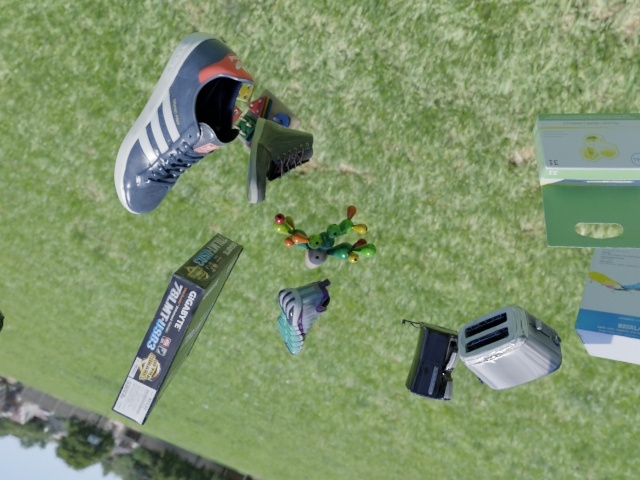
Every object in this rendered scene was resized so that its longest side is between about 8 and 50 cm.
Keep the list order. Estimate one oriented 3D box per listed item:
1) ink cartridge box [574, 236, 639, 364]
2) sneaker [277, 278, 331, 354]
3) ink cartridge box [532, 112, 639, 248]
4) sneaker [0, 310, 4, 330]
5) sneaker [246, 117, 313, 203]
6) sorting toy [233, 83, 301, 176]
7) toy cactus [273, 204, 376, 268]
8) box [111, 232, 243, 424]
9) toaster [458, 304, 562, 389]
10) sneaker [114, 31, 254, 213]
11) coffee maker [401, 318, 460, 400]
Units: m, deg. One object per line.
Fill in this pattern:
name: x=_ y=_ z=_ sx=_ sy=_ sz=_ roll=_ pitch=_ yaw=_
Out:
ink cartridge box: x=0.690 y=0.136 z=1.506 sx=0.168 sy=0.232 sz=0.171 roll=7 pitch=156 yaw=37
sneaker: x=-0.025 y=0.148 z=1.291 sx=0.223 sy=0.098 sz=0.083 roll=99 pitch=147 yaw=-61
ink cartridge box: x=0.441 y=-0.101 z=1.090 sx=0.171 sy=0.235 sz=0.056 roll=1 pitch=147 yaw=6
sneaker: x=-0.459 y=0.189 z=0.776 sx=0.100 sy=0.271 sz=0.108 roll=23 pitch=162 yaw=40
sneaker: x=-0.073 y=-0.150 z=1.272 sx=0.118 sy=0.222 sz=0.083 roll=9 pitch=136 yaw=-5
sorting toy: x=-0.140 y=-0.278 z=1.583 sx=0.274 sy=0.132 sz=0.046 roll=47 pitch=-169 yaw=27
toy cactus: x=0.000 y=0.000 z=1.406 sx=0.219 sy=0.112 sz=0.180 roll=6 pitch=154 yaw=-13
box: x=-0.265 y=0.155 z=1.294 sx=0.073 sy=0.293 sz=0.295 roll=29 pitch=-165 yaw=-2
toaster: x=0.409 y=0.239 z=1.512 sx=0.227 sy=0.129 sz=0.146 roll=-30 pitch=125 yaw=35
sneaker: x=-0.230 y=-0.170 z=1.160 sx=0.148 sy=0.350 sz=0.131 roll=40 pitch=-155 yaw=22
coffee maker: x=0.278 y=0.309 z=1.761 sx=0.171 sy=0.178 sz=0.120 roll=16 pitch=-178 yaw=18
